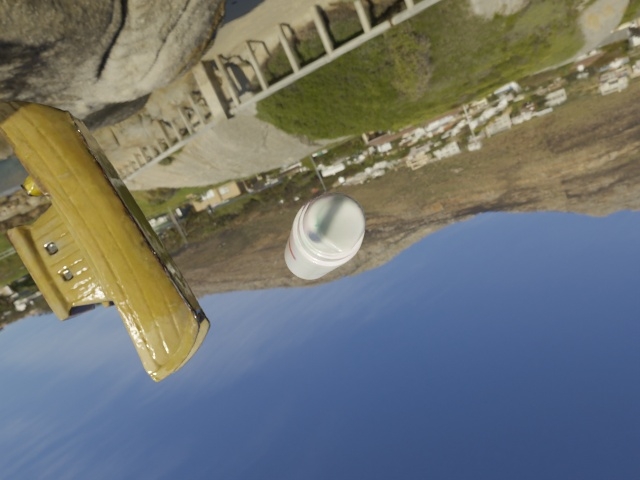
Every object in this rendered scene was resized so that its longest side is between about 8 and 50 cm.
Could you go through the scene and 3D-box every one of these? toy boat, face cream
[{"bbox_3d":[-0.235,0.002,0.480,0.121,0.321,0.089,-33,-179,-2],"label":"toy boat"},{"bbox_3d":[0.000,0.000,0.729,0.101,0.102,0.345,-28,174,-11],"label":"face cream"}]
